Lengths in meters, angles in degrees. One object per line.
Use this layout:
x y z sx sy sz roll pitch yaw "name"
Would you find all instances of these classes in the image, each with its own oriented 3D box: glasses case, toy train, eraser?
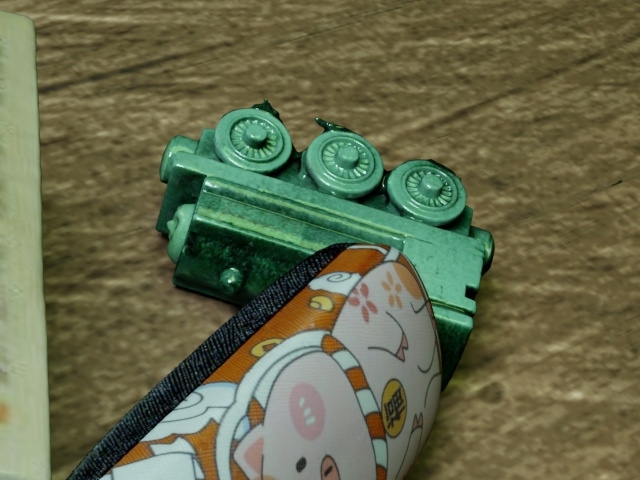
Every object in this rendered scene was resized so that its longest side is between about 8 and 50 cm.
-0.026 0.092 0.798 0.067 0.103 0.267 -1 27 33 "glasses case"
0.000 0.000 0.952 0.171 0.071 0.111 17 46 -4 "toy train"
-0.154 0.057 0.756 0.078 0.144 0.343 8 41 -18 "eraser"
